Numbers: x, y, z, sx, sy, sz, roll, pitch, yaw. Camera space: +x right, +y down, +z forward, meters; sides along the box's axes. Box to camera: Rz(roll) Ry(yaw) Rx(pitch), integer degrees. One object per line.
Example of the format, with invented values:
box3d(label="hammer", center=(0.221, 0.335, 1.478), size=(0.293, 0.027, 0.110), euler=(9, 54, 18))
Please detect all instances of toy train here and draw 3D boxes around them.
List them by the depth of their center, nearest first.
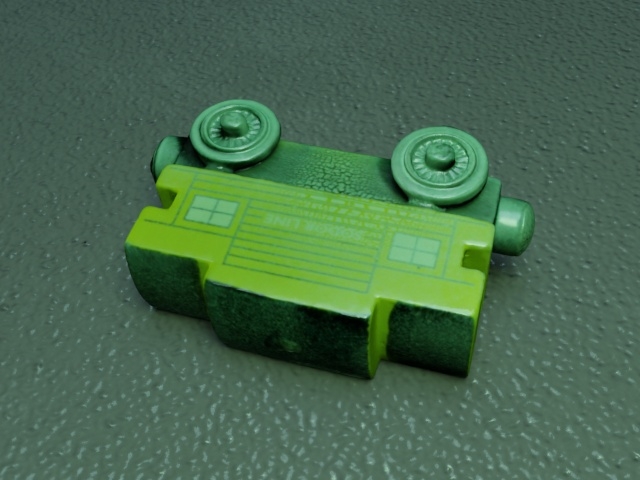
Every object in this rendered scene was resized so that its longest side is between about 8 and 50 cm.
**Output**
box3d(label="toy train", center=(0.000, 0.000, 0.897), size=(0.442, 0.179, 0.272), euler=(11, 56, 13))
